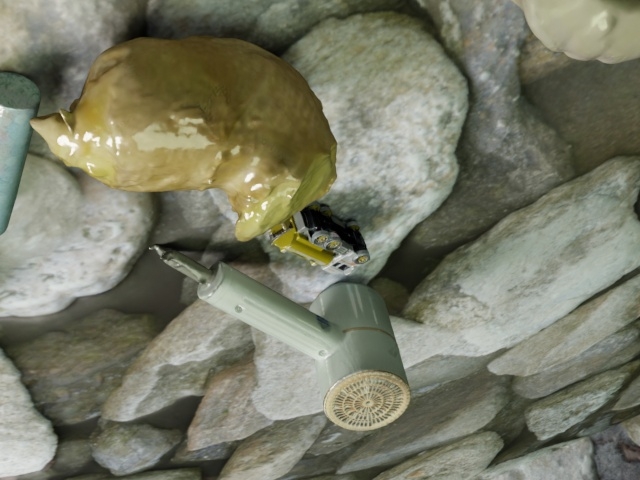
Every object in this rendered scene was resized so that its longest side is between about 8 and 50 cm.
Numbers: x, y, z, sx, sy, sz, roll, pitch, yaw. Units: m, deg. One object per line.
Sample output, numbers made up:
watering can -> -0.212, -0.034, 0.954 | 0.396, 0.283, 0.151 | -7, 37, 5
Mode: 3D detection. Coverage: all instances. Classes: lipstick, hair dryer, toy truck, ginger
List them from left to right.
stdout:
lipstick -> -0.274, -0.068, 0.738 | 0.048, 0.048, 0.158 | 0, 140, -31
ginger -> -0.097, -0.094, 0.729 | 0.267, 0.152, 0.138 | 15, 161, -20
hair dryer -> -0.047, 0.079, 1.028 | 0.357, 0.173, 0.107 | 33, 115, -30
toy truck -> 0.000, 0.000, 0.996 | 0.063, 0.052, 0.123 | -34, 144, 24

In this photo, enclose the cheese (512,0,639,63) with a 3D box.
cheese -> 0.225, -0.295, 0.574 | 0.332, 0.153, 0.292 | -44, 130, 12
